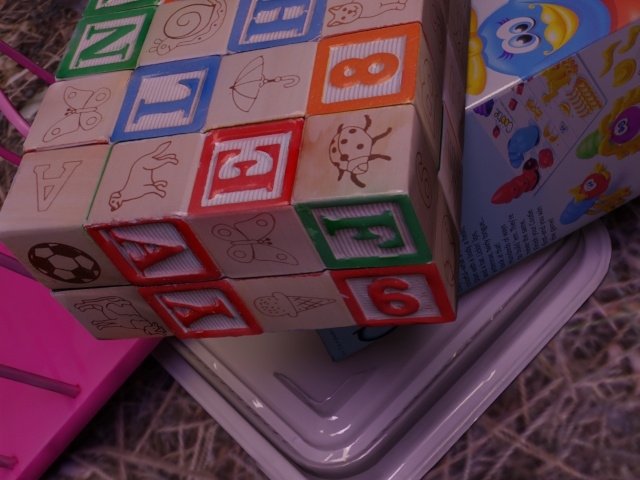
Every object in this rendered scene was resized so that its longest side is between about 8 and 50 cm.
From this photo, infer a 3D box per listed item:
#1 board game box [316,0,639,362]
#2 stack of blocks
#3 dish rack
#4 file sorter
[{"bbox_3d":[0.083,-0.077,0.543,0.275,0.144,0.142,-28,49,-1],"label":"board game box"},{"bbox_3d":[-0.019,-0.103,0.450,0.171,0.087,0.297,-5,53,19],"label":"stack of blocks"},{"bbox_3d":[0.000,0.000,0.660,0.285,0.072,0.333,-44,51,-13],"label":"dish rack"},{"bbox_3d":[-0.246,0.024,0.611,0.290,0.182,0.202,-48,51,6],"label":"file sorter"}]
